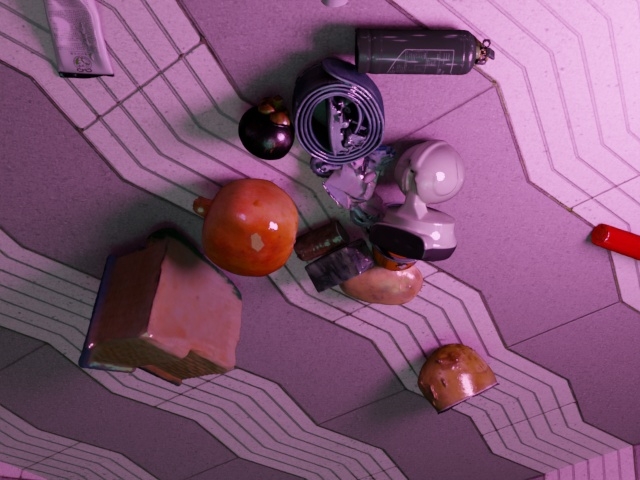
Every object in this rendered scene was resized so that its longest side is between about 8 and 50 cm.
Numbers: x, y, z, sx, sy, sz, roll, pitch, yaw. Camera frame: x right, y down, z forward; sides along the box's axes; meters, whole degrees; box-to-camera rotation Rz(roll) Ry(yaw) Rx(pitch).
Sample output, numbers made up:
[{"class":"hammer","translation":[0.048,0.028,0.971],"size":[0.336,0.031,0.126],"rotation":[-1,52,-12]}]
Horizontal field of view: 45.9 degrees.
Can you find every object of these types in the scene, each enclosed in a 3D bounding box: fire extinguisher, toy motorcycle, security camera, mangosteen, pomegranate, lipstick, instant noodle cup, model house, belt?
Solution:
[{"class":"fire extinguisher","translation":[0.228,-0.399,1.604],"size":[0.311,0.095,0.114],"rotation":[0,-178,-1]},{"class":"toy motorcycle","translation":[0.112,-0.152,1.854],"size":[0.204,0.108,0.239],"rotation":[-28,133,25]},{"class":"security camera","translation":[0.250,-0.105,1.820],"size":[0.191,0.197,0.277],"rotation":[-10,113,-49]},{"class":"mangosteen","translation":[-0.117,-0.259,1.708],"size":[0.137,0.137,0.151],"rotation":[13,120,-18]},{"class":"pomegranate","translation":[-0.190,-0.038,1.882],"size":[0.270,0.229,0.252],"rotation":[17,143,-5]},{"class":"lipstick","translation":[0.891,0.019,2.121],"size":[0.279,0.073,0.073],"rotation":[16,135,-20]},{"class":"instant noodle cup","translation":[0.206,0.005,2.003],"size":[0.208,0.178,0.125],"rotation":[29,153,10]},{"class":"model house","translation":[-0.460,0.217,2.105],"size":[0.342,0.335,0.382],"rotation":[-16,142,28]},{"class":"belt","translation":[0.038,-0.288,1.692],"size":[0.206,0.116,0.267],"rotation":[-13,140,10]}]

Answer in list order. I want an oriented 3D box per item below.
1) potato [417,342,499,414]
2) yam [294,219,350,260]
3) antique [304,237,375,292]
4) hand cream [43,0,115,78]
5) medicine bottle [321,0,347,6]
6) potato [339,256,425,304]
[{"class":"potato","translation":[0.443,0.444,2.495],"size":[0.246,0.196,0.300],"rotation":[-25,163,4]},{"class":"yam","translation":[0.001,0.001,2.045],"size":[0.141,0.079,0.079],"rotation":[-24,134,21]},{"class":"antique","translation":[0.058,0.066,2.058],"size":[0.183,0.088,0.086],"rotation":[-27,92,42]},{"class":"hand cream","translation":[-0.502,-0.453,1.527],"size":[0.121,0.076,0.336],"rotation":[5,144,-1]},{"class":"medicine bottle","translation":[0.026,-0.514,1.485],"size":[0.058,0.058,0.091],"rotation":[-4,138,1]},{"class":"potato","translation":[0.174,0.114,2.153],"size":[0.234,0.128,0.161],"rotation":[-18,120,22]}]
